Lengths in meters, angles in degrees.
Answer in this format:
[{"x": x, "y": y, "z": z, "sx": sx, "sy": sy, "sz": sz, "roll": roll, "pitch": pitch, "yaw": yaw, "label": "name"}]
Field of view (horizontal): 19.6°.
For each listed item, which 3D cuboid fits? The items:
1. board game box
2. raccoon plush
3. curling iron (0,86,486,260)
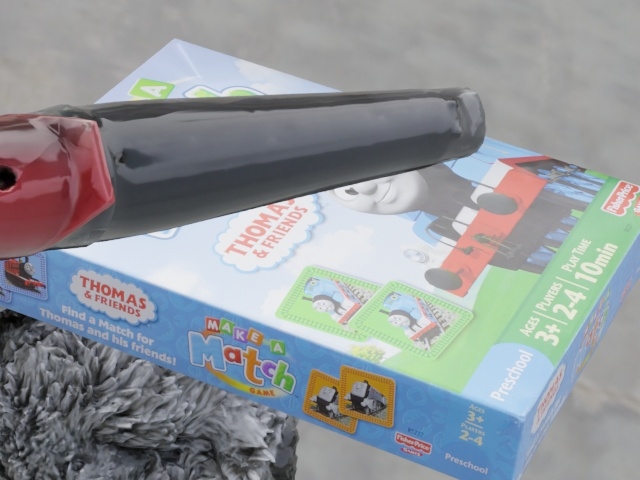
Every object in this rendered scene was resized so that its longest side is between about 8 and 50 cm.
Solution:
[{"x": 0.000, "y": 0.000, "z": 0.677, "sx": 0.211, "sy": 0.039, "sz": 0.160, "roll": 18, "pitch": 35, "yaw": 18, "label": "board game box"}, {"x": -0.223, "y": 0.155, "z": 1.230, "sx": 0.446, "sy": 0.299, "sz": 0.216, "roll": 30, "pitch": 1, "yaw": -16, "label": "raccoon plush"}, {"x": -0.059, "y": -0.023, "z": 0.364, "sx": 0.274, "sy": 0.068, "sz": 0.035, "roll": 0, "pitch": 21, "yaw": -43, "label": "curling iron"}]
